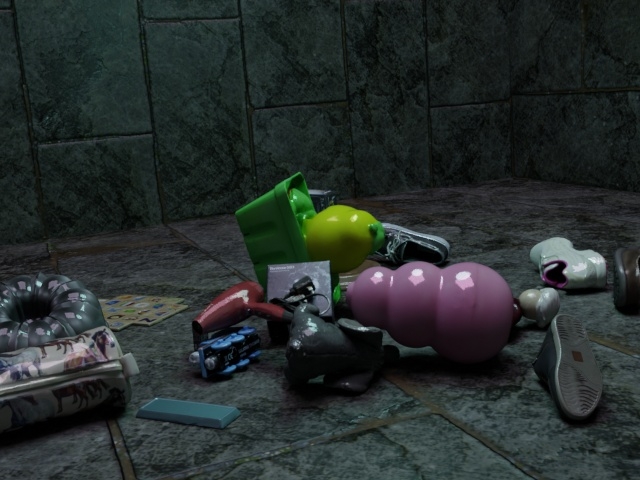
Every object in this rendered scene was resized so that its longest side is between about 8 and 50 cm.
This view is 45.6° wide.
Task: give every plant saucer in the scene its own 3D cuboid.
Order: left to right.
[{"bbox_3d":[-0.244,0.314,1.398,0.191,0.018,0.067,0,12,25],"label":"plant saucer"},{"bbox_3d":[0.065,0.100,2.308,0.277,0.041,0.278,-5,11,1],"label":"plant saucer"}]

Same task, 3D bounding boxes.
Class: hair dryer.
[{"bbox_3d":[-0.136,0.136,1.644,0.293,0.080,0.223,-17,11,-5],"label":"hair dryer"}]

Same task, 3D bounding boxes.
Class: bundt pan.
[{"bbox_3d":[-0.629,0.180,1.665,0.330,0.124,0.331,3,30,-2],"label":"bundt pan"}]

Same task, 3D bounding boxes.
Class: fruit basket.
[{"bbox_3d":[0.000,0.000,1.988,0.391,0.392,0.283,-2,11,11],"label":"fruit basket"}]

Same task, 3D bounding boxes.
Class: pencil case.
[{"bbox_3d":[-0.547,0.268,1.372,0.410,0.160,0.183,-10,5,-28],"label":"pencil case"}]

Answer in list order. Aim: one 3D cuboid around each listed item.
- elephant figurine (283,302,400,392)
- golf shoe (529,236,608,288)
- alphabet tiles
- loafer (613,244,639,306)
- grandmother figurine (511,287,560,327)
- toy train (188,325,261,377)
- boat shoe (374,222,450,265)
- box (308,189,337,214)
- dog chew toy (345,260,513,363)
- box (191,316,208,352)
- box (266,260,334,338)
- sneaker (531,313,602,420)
[{"bbox_3d":[0.056,0.214,1.486,0.239,0.169,0.186,11,40,-3],"label":"elephant figurine"},{"bbox_3d":[0.647,0.064,2.091,0.140,0.115,0.306,-11,11,-15],"label":"golf shoe"},{"bbox_3d":[-0.556,0.198,2.123,0.342,0.011,0.285,2,13,27],"label":"alphabet tiles"},{"bbox_3d":[0.811,0.076,1.892,0.130,0.134,0.366,2,13,31],"label":"loafer"},{"bbox_3d":[0.377,0.162,1.728,0.342,0.104,0.208,-8,20,-3],"label":"grandmother figurine"},{"bbox_3d":[-0.204,0.237,1.630,0.105,0.080,0.184,-7,8,30],"label":"toy train"},{"bbox_3d":[0.256,0.025,2.439,0.306,0.113,0.105,16,23,17],"label":"boat shoe"},{"bbox_3d":[-0.018,-0.058,2.647,0.183,0.231,0.056,5,18,43],"label":"box"},{"bbox_3d":[0.217,0.135,1.553,0.331,0.207,0.206,8,13,7],"label":"dog chew toy"},{"bbox_3d":[-0.270,0.218,1.720,0.018,0.083,0.067,-2,12,6],"label":"box"},{"bbox_3d":[-0.048,0.140,1.803,0.155,0.093,0.158,-4,54,2],"label":"box"},{"bbox_3d":[0.434,0.249,1.353,0.083,0.118,0.222,15,41,1],"label":"sneaker"}]
